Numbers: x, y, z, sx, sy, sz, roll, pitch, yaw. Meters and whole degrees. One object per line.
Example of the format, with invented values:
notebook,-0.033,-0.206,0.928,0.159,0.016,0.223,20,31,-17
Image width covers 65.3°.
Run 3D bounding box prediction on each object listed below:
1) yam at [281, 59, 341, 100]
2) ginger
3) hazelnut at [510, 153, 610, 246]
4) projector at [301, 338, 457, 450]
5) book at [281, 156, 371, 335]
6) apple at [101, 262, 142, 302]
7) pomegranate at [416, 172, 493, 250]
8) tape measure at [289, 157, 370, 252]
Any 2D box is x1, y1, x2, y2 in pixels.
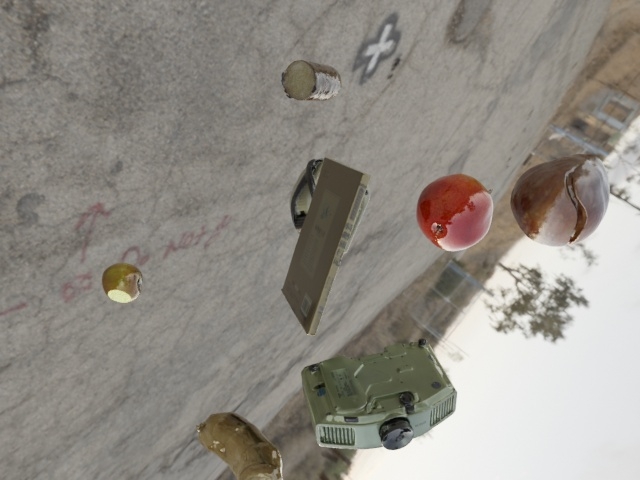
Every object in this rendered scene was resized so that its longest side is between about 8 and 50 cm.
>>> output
yam,-0.013,-0.318,0.999,0.127,0.084,0.084,-30,156,-57
ginger,-0.119,0.335,0.786,0.095,0.190,0.069,-28,136,-42
hazelnut,0.369,-0.068,0.764,0.154,0.143,0.143,-25,158,-25
projector,0.110,0.287,0.934,0.269,0.193,0.088,-10,124,-10
book,0.000,0.000,0.979,0.217,0.021,0.310,-135,-118,-66
apple,-0.550,0.116,1.387,0.114,0.102,0.099,99,-6,-51
pomegranate,0.398,-0.089,1.453,0.256,0.221,0.221,-25,155,-33
tape measure,0.015,-0.096,1.449,0.133,0.231,0.271,0,-119,53
